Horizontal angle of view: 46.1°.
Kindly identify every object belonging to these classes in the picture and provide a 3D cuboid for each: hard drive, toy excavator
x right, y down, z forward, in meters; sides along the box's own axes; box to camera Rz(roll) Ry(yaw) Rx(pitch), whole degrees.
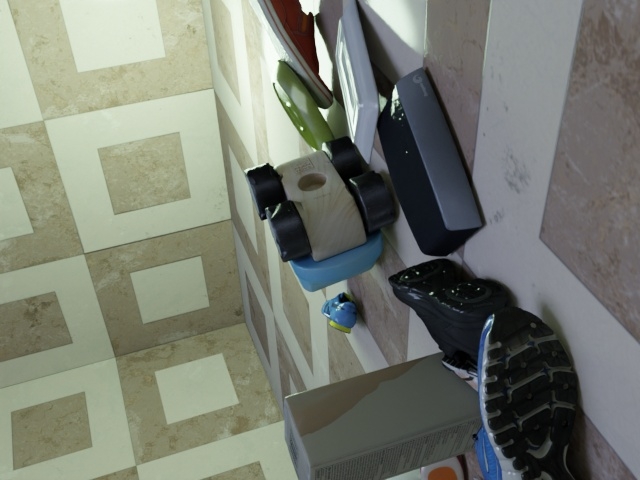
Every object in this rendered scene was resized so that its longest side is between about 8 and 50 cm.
[{"bbox_3d":[0.154,-0.109,1.132,0.172,0.054,0.254,120,134,-70],"label":"hard drive"},{"bbox_3d":[0.000,0.000,1.587,0.433,0.222,0.445,-119,12,-50],"label":"toy excavator"}]

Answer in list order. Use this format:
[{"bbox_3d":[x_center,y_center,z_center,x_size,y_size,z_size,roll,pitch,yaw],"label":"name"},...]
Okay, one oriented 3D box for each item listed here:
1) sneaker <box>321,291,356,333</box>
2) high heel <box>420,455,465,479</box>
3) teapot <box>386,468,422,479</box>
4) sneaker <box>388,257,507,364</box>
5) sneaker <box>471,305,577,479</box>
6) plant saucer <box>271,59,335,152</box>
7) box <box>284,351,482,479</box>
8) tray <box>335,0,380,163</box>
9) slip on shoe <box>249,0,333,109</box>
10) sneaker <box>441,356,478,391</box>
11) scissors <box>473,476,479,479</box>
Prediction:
[{"bbox_3d":[0.052,0.161,1.811,0.209,0.069,0.082,-141,71,-81],"label":"sneaker"},{"bbox_3d":[0.212,0.362,1.386,0.244,0.082,0.117,64,-160,-10],"label":"high heel"},{"bbox_3d":[0.149,0.577,1.558,0.256,0.187,0.252,132,122,-72],"label":"teapot"},{"bbox_3d":[0.187,0.111,1.132,0.286,0.109,0.130,-140,32,-70],"label":"sneaker"},{"bbox_3d":[0.245,0.242,0.969,0.147,0.130,0.329,-151,50,-71],"label":"sneaker"},{"bbox_3d":[-0.040,-0.270,1.595,0.241,0.037,0.241,57,176,6],"label":"plant saucer"},{"bbox_3d":[0.108,0.282,1.162,0.148,0.311,0.121,95,157,-48],"label":"box"},{"bbox_3d":[0.058,-0.276,1.286,0.145,0.030,0.270,98,166,-55],"label":"tray"},{"bbox_3d":[-0.050,-0.424,1.538,0.331,0.101,0.123,63,173,-2],"label":"slip on shoe"},{"bbox_3d":[0.225,0.202,1.117,0.109,0.040,0.043,21,126,41],"label":"sneaker"},{"bbox_3d":[0.314,0.498,1.173,0.297,0.021,0.109,-136,33,-62],"label":"scissors"}]
